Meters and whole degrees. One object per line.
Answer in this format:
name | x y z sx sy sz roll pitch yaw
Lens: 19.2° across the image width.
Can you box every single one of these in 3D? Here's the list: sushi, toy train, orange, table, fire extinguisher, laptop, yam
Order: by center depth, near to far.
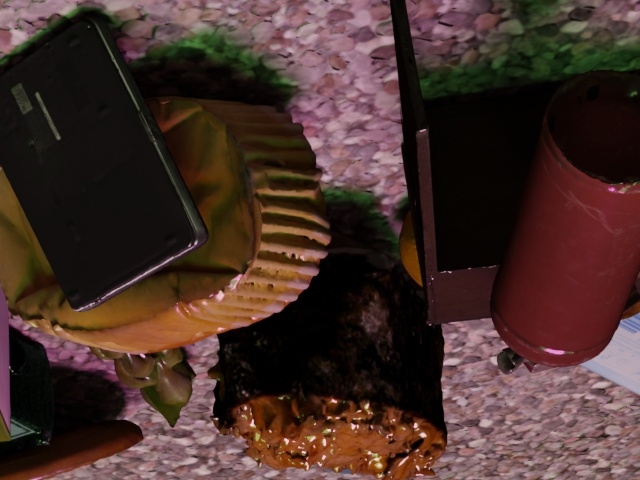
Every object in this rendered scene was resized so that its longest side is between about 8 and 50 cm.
fire extinguisher | 0.209 0.008 1.448 0.147 0.106 0.337 -22 151 -20
laptop | -0.189 -0.061 1.530 0.154 0.207 0.026 -28 176 33
table | 0.190 -0.095 1.545 0.250 0.196 0.282 -7 146 3
orange | 0.116 0.004 1.789 0.085 0.085 0.095 -15 127 13
yam | 0.000 0.000 1.810 0.145 0.032 0.032 20 140 -38
sushi | -0.001 0.137 1.855 0.234 0.207 0.348 -9 160 21
toy train | -0.423 0.172 1.917 0.330 0.138 0.178 -18 151 20

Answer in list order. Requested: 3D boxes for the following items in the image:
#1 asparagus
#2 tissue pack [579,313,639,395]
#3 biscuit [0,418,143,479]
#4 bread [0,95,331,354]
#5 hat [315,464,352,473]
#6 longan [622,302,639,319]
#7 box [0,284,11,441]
asparagus | -0.182 0.110 1.916 0.080 0.080 0.287 -16 146 15
tissue pack | 0.339 0.073 1.941 0.177 0.089 0.263 -27 145 32
biscuit | -0.316 0.236 2.027 0.262 0.037 0.262 -17 -179 0
bread | -0.134 -0.013 1.629 0.288 0.204 0.156 -21 166 28
hat | 0.034 0.222 2.134 0.191 0.078 0.138 7 148 -21
longan | 0.246 0.009 1.737 0.154 0.176 0.145 3 134 6
box | -0.363 0.064 1.689 0.148 0.195 0.177 -6 150 0
